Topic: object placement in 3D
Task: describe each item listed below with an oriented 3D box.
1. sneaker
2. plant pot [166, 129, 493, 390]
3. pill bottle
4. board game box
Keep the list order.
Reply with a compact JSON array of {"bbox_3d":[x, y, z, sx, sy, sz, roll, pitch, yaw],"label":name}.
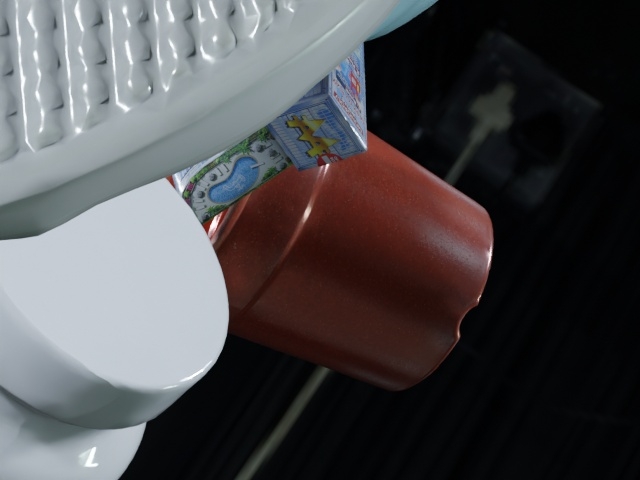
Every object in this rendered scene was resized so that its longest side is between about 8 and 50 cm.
[{"bbox_3d":[-0.031,-0.084,0.488,0.135,0.366,0.150,50,-29,12],"label":"sneaker"},{"bbox_3d":[0.000,0.000,1.564,0.265,0.272,0.272,27,-18,-19],"label":"plant pot"},{"bbox_3d":[-0.231,0.096,0.974,0.210,0.210,0.363,41,-55,-15],"label":"pill bottle"},{"bbox_3d":[-0.040,-0.102,1.295,0.060,0.194,0.194,53,7,-29],"label":"board game box"}]
